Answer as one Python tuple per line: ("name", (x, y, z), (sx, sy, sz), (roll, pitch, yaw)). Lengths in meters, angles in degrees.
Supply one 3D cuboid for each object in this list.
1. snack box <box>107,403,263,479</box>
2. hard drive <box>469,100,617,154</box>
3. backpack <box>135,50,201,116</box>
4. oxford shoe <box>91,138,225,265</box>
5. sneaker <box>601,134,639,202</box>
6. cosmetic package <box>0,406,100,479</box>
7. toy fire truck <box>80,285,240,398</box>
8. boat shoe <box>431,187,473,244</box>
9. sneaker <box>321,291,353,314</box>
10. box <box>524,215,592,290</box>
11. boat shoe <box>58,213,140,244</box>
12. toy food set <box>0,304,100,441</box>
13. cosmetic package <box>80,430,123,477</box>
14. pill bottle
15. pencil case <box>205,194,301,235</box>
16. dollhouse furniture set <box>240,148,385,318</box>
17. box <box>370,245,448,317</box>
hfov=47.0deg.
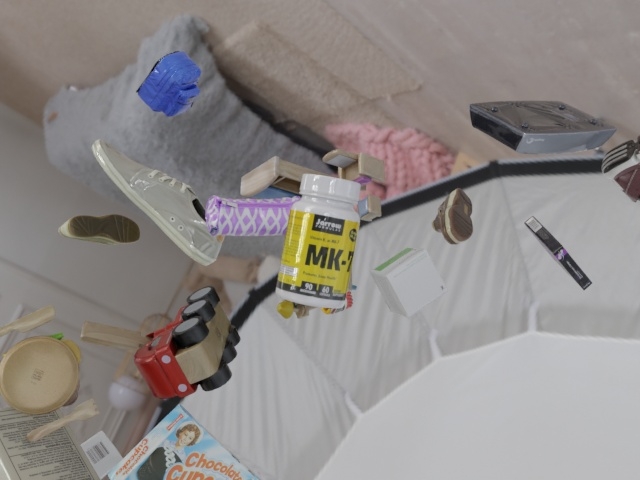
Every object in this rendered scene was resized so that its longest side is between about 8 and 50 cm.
("snack box", (-0.243, 0.492, 1.465), (0.322, 0.187, 0.060), (52, 166, -31))
("hard drive", (0.425, -0.220, 1.416), (0.255, 0.054, 0.172), (-8, -147, -31))
("backpack", (-0.301, -0.327, 1.528), (0.101, 0.098, 0.120), (42, 124, 1))
("oxford shoe", (-0.422, -0.124, 1.972), (0.449, 0.130, 0.169), (43, -173, 1))
("sneaker", (0.723, -0.159, 1.461), (0.281, 0.106, 0.162), (-27, 113, 42))
("cosmetic package", (-0.435, 0.408, 1.138), (0.296, 0.129, 0.153), (48, -160, 29))
("toy fire truck", (-0.292, 0.187, 1.303), (0.217, 0.246, 0.158), (-90, -24, -72))
("boat shoe", (0.343, -0.046, 1.943), (0.095, 0.257, 0.095), (-36, 99, 27))
("sneaker", (0.023, 0.114, 2.074), (0.088, 0.093, 0.225), (25, 136, 56))
("box", (0.506, 0.027, 1.562), (0.162, 0.029, 0.116), (41, -168, -38))
("boat shoe", (-0.412, -0.018, 1.382), (0.048, 0.056, 0.153), (-14, 171, 41))
("toy food set", (-0.443, 0.214, 1.174), (0.192, 0.132, 0.038), (65, 164, 6))
("cosmetic package", (-0.669, 0.618, 1.681), (0.097, 0.377, 0.284), (53, 130, 5))
("pill bottle", (0.000, 0.000, 1.219), (0.119, 0.208, 0.119), (10, -178, 0))
("pencil case", (-0.134, -0.054, 1.500), (0.206, 0.086, 0.088), (-2, 136, -28))
("dollhouse furniture set", (-0.026, -0.008, 1.542), (0.198, 0.303, 0.286), (14, 156, -35))
("box", (0.172, 0.080, 1.436), (0.102, 0.101, 0.087), (61, 166, -12))
